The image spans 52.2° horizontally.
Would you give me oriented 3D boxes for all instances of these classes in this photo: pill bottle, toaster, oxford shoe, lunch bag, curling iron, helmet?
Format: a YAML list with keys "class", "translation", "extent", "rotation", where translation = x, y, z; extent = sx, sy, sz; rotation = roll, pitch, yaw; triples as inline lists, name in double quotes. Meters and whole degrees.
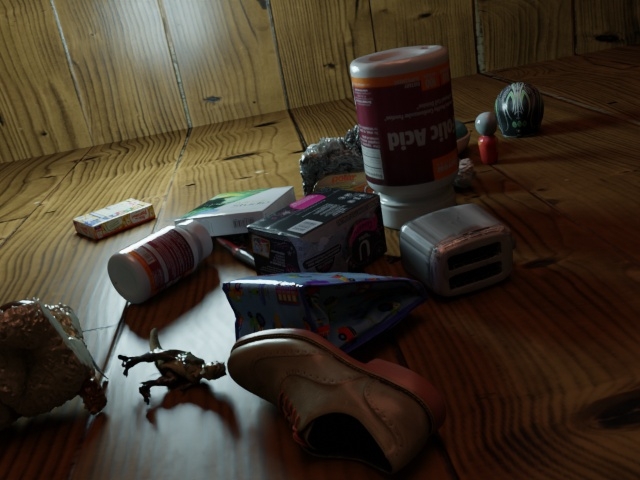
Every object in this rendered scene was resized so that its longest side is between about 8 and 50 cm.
- class: "pill bottle"
  translation: [0.205, -0.238, 1.526]
  extent: [0.224, 0.392, 0.224]
  rotation: [-9, 22, 4]
- class: "toaster"
  translation: [0.250, 0.020, 1.226]
  extent: [0.227, 0.129, 0.146]
  rotation: [-15, 24, -15]
- class: "oxford shoe"
  translation: [-0.015, 0.210, 0.882]
  extent: [0.348, 0.123, 0.130]
  rotation: [6, 32, 37]
- class: "pill bottle"
  translation: [-0.349, 0.040, 1.449]
  extent: [0.121, 0.121, 0.221]
  rotation: [6, 26, 35]
- class: "lunch bag"
  translation: [0.021, 0.101, 1.123]
  extent: [0.293, 0.138, 0.221]
  rotation: [-16, 9, -40]
- class: "curling iron"
  translation: [-0.177, 0.024, 1.528]
  extent: [0.068, 0.035, 0.274]
  rotation: [-19, 23, -21]
- class: "helmet"
  translation: [0.644, -0.429, 2.118]
  extent: [0.169, 0.161, 0.169]
  rotation: [-9, 22, 3]

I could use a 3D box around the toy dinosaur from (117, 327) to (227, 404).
- class: "toy dinosaur"
  translation: [-0.260, 0.207, 1.083]
  extent: [0.118, 0.064, 0.268]
  rotation: [-19, 20, -38]

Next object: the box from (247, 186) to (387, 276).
- class: "box"
  translation: [0.000, 0.000, 1.368]
  extent: [0.163, 0.142, 0.247]
  rotation: [13, 32, 42]

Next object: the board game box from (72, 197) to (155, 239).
- class: "board game box"
  translation: [-0.610, -0.067, 1.933]
  extent: [0.193, 0.045, 0.147]
  rotation: [-26, 26, -35]

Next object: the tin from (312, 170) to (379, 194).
- class: "tin"
  translation: [0.075, -0.123, 1.697]
  extent: [0.190, 0.106, 0.040]
  rotation: [-4, -12, 15]

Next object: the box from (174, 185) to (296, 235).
- class: "box"
  translation: [-0.212, -0.078, 1.718]
  extent: [0.232, 0.058, 0.322]
  rotation: [-5, 13, 12]

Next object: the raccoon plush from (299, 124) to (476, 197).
- class: "raccoon plush"
  translation: [0.147, -0.202, 1.749]
  extent: [0.299, 0.216, 0.446]
  rotation: [-35, 32, -33]

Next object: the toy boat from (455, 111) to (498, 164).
- class: "toy boat"
  translation: [0.395, -0.315, 1.965]
  extent: [0.318, 0.148, 0.267]
  rotation: [12, 30, 44]

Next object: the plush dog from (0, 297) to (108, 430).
- class: "plush dog"
  translation: [-0.483, 0.226, 1.028]
  extent: [0.225, 0.210, 0.262]
  rotation: [-29, -3, -9]
